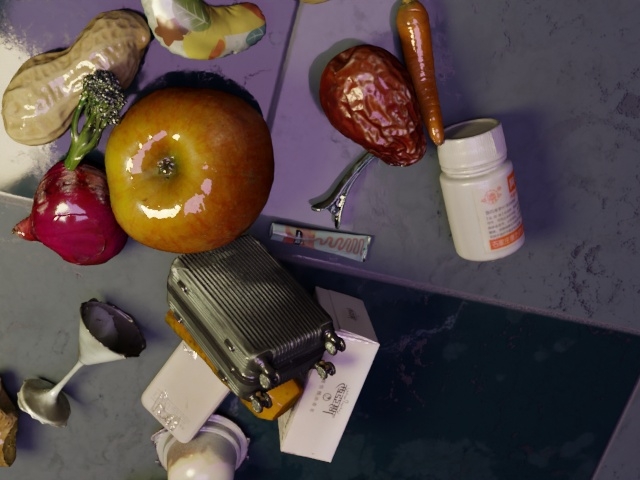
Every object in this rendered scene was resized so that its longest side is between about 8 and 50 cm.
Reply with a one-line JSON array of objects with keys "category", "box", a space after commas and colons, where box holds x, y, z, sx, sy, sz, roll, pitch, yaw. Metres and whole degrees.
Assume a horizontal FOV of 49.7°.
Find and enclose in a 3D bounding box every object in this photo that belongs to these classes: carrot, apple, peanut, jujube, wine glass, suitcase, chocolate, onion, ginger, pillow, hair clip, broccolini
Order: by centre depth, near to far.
[{"category": "broccolini", "box": [-0.374, -0.196, 1.135, 0.091, 0.068, 0.202, 46, 133, 1]}, {"category": "pillow", "box": [-0.201, -0.424, 1.162, 0.214, 0.086, 0.234, -16, 111, -23]}, {"category": "peanut", "box": [-0.413, -0.279, 1.164, 0.298, 0.120, 0.136, -36, 88, 1]}, {"category": "apple", "box": [-0.219, -0.113, 1.171, 0.301, 0.301, 0.302, -3, 110, -8]}, {"category": "suitcase", "box": [-0.120, 0.132, 1.213, 0.202, 0.312, 0.128, -20, 142, -37]}, {"category": "jujube", "box": [0.102, -0.235, 1.242, 0.168, 0.168, 0.236, -38, 116, 6]}, {"category": "onion", "box": [-0.461, -0.038, 1.242, 0.217, 0.140, 0.195, -16, 118, 1]}, {"category": "carrot", "box": [0.186, -0.307, 1.260, 0.062, 0.066, 0.271, -21, 104, -42]}, {"category": "carrot", "box": [-0.165, 0.207, 1.297, 0.301, 0.114, 0.114, 40, 102, 17]}, {"category": "wine glass", "box": [-0.468, 0.242, 1.335, 0.156, 0.156, 0.232, 40, 103, -20]}, {"category": "hair clip", "box": [0.079, -0.129, 1.338, 0.070, 0.039, 0.229, 37, 99, -18]}, {"category": "ginger", "box": [-0.726, 0.352, 1.340, 0.269, 0.123, 0.219, 2, 112, -10]}, {"category": "chocolate", "box": [-0.254, 0.472, 1.447, 0.221, 0.147, 0.222, -1, 109, -4]}]

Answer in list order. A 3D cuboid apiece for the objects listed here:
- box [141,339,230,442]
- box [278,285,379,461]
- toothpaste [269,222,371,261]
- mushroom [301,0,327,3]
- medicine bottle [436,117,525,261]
[{"category": "box", "box": [-0.239, 0.264, 1.397, 0.142, 0.044, 0.285, 40, 100, 15]}, {"category": "box", "box": [0.006, 0.263, 1.380, 0.116, 0.203, 0.274, 17, 106, -13]}, {"category": "toothpaste", "box": [0.000, 0.000, 1.375, 0.205, 0.036, 0.056, 11, 106, -17]}, {"category": "mushroom", "box": [-0.019, -0.472, 1.158, 0.147, 0.112, 0.148, -2, 108, -6]}, {"category": "medicine bottle", "box": [0.305, -0.098, 1.329, 0.144, 0.144, 0.252, -20, 112, -1]}]
